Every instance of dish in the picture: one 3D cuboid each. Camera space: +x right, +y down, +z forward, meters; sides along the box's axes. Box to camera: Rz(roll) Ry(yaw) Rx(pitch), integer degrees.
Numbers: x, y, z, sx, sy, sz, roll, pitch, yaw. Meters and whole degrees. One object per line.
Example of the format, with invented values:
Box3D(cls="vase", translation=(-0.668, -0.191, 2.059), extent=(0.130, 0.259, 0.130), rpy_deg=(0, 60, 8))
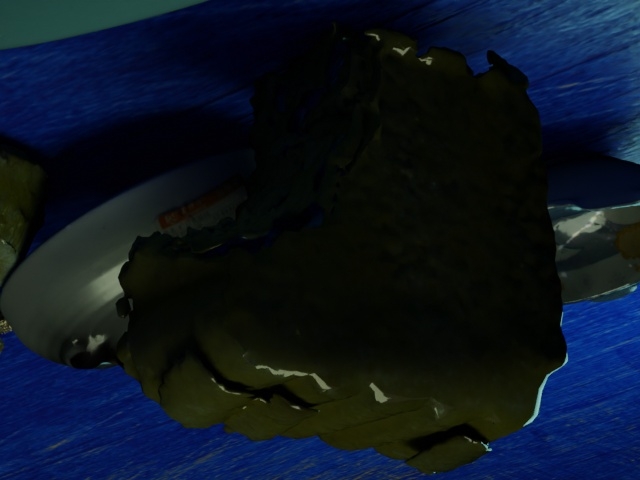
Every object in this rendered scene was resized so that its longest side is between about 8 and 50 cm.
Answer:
Box3D(cls="dish", translation=(0.235, -0.023, 1.592), extent=(0.228, 0.086, 0.236), rpy_deg=(-10, 157, -5))
Box3D(cls="dish", translation=(-0.108, 0.052, 1.455), extent=(0.273, 0.134, 0.273), rpy_deg=(-25, 165, -7))

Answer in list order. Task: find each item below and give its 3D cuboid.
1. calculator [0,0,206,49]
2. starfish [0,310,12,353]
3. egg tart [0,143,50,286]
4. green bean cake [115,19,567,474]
Box3D(cls="calculator", translation=(-0.126, -0.203, 1.061), extent=(0.386, 0.054, 0.256), rpy_deg=(-15, 157, 0))
Box3D(cls="starfish", translation=(-0.341, 0.082, 1.626), extent=(0.227, 0.043, 0.240), rpy_deg=(-10, 160, 3))
Box3D(cls="egg tart", translation=(-0.298, -0.010, 1.393), extent=(0.197, 0.078, 0.197), rpy_deg=(-9, 154, -4))
Box3D(cls="green bean cake", translation=(0.000, 0.000, 1.277), extent=(0.285, 0.310, 0.202), rpy_deg=(17, 151, -29))
